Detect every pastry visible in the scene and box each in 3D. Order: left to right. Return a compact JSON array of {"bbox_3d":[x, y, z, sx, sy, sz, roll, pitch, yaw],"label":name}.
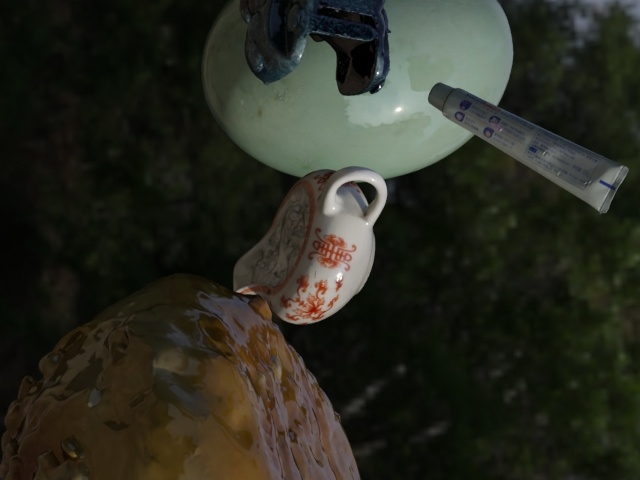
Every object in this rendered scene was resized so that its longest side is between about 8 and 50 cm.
[{"bbox_3d":[-0.075,0.184,1.029,0.284,0.184,0.316,-72,141,-69],"label":"pastry"}]

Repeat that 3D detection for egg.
[{"bbox_3d":[0.047,-0.206,2.104,0.276,0.389,0.276,28,-56,54],"label":"egg"}]

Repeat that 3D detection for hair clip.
[{"bbox_3d":[0.005,-0.302,1.764,0.206,0.194,0.310,-134,-123,-66],"label":"hair clip"}]

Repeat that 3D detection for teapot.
[{"bbox_3d":[0.000,0.000,1.840,0.159,0.116,0.245,-77,-165,-46],"label":"teapot"}]

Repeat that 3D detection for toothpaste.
[{"bbox_3d":[0.199,-0.097,1.785,0.052,0.218,0.033,-62,156,6],"label":"toothpaste"}]
